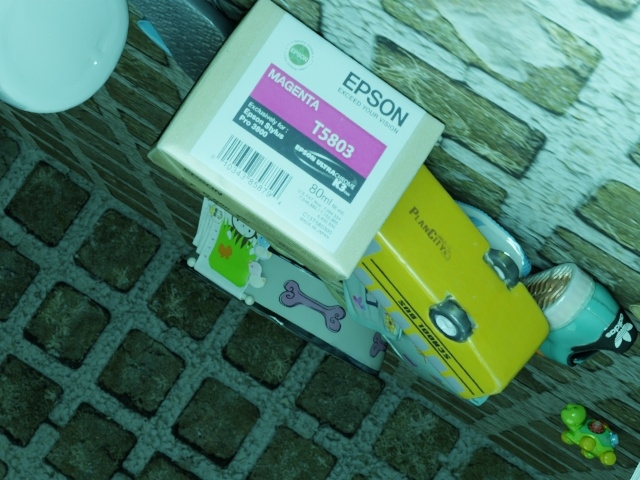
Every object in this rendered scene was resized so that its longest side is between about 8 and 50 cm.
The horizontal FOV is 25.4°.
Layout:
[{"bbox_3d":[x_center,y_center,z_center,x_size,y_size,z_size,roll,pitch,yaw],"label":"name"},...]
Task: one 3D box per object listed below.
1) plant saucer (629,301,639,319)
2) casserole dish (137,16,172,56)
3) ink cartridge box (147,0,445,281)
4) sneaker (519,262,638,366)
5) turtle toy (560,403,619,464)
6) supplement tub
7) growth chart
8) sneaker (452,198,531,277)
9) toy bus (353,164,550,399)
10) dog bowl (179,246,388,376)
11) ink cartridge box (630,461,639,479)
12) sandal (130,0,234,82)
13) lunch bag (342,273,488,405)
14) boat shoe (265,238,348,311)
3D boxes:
[{"bbox_3d":[0.386,0.090,1.586,0.083,0.015,0.083,33,172,5],"label":"plant saucer"},{"bbox_3d":[-0.139,-0.231,1.653,0.114,0.037,0.188,39,169,-34],"label":"casserole dish"},{"bbox_3d":[-0.024,-0.100,1.430,0.235,0.193,0.088,34,169,-9],"label":"ink cartridge box"},{"bbox_3d":[0.280,0.103,1.736,0.121,0.108,0.302,39,169,-9],"label":"sneaker"},{"bbox_3d":[0.471,0.339,2.492,0.130,0.066,0.095,36,171,-16],"label":"turtle toy"},{"bbox_3d":[-0.405,-0.290,1.722,0.338,0.207,0.207,24,168,43],"label":"supplement tub"},{"bbox_3d":[-0.143,-0.026,2.309,0.172,0.237,0.021,23,-159,33],"label":"growth chart"},{"bbox_3d":[0.146,-0.002,1.699,0.229,0.092,0.087,27,168,27],"label":"sneaker"},{"bbox_3d":[0.112,0.019,1.584,0.332,0.108,0.130,49,154,-8],"label":"toy bus"},{"bbox_3d":[-0.039,0.081,2.523,0.408,0.150,0.408,30,178,1],"label":"dog bowl"},{"bbox_3d":[0.514,0.300,1.719,0.197,0.114,0.273,29,-172,27],"label":"ink cartridge box"},{"bbox_3d":[-0.145,-0.253,1.506,0.097,0.054,0.254,-13,127,48],"label":"sandal"},{"bbox_3d":[0.145,0.086,1.995,0.262,0.160,0.223,48,170,-18],"label":"lunch bag"},{"bbox_3d":[0.000,0.000,2.164,0.285,0.104,0.089,41,168,9],"label":"boat shoe"}]
